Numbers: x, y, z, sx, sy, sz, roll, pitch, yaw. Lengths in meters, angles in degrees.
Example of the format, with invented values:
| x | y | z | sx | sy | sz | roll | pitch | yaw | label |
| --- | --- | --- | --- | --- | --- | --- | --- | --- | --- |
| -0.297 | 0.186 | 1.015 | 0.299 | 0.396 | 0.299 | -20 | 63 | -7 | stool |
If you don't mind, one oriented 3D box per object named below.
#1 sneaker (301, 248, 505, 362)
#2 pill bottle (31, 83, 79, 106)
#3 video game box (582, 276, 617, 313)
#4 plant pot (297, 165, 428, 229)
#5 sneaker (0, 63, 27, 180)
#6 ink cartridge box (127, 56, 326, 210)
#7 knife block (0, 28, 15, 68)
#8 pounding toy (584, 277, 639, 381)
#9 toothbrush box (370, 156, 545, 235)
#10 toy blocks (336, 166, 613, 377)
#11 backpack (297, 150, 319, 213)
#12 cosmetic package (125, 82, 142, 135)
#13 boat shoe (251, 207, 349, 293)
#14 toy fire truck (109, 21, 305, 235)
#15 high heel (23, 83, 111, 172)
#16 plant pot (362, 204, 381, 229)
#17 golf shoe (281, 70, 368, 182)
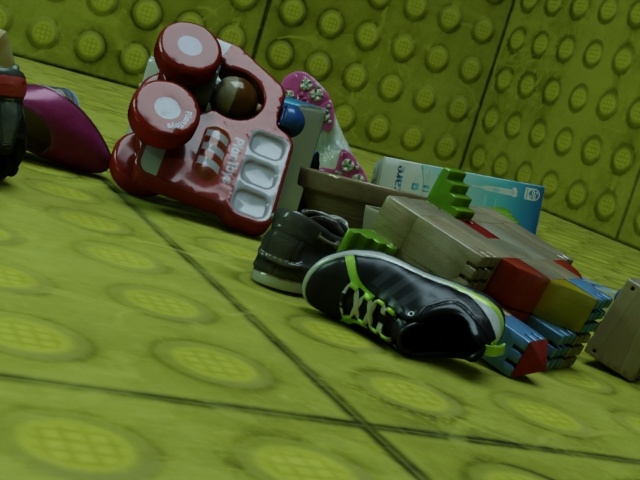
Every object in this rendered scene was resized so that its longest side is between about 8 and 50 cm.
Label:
| x | y | z | sx | sy | sz | roll | pitch | yaw | label |
| --- | --- | --- | --- | --- | --- | --- | --- | --- | --- |
| 0.084 | 0.072 | 1.149 | 0.234 | 0.084 | 0.097 | 12 | 23 | 16 | sneaker |
| -0.522 | -0.255 | 2.044 | 0.078 | 0.078 | 0.137 | 20 | 9 | 17 | pill bottle |
| 0.374 | 0.064 | 1.872 | 0.187 | 0.048 | 0.205 | 8 | 12 | -32 | video game box |
| 0.070 | -0.037 | 1.684 | 0.237 | 0.110 | 0.237 | 15 | 3 | -1 | plant pot |
| -0.445 | -0.136 | 1.409 | 0.097 | 0.135 | 0.276 | -1 | -7 | -27 | sneaker |
| -0.161 | -0.172 | 1.823 | 0.270 | 0.198 | 0.197 | 19 | 9 | 12 | ink cartridge box |
| -0.650 | -0.267 | 1.932 | 0.088 | 0.242 | 0.276 | 20 | -36 | 15 | knife block |
| 0.405 | 0.114 | 1.419 | 0.100 | 0.130 | 0.141 | 35 | 16 | 26 | pounding toy |
| 0.239 | -0.066 | 1.995 | 0.295 | 0.126 | 0.216 | 11 | 1 | -2 | toothbrush box |
| 0.228 | 0.057 | 1.334 | 0.261 | 0.191 | 0.381 | 36 | 18 | 29 | toy blocks |
| -0.050 | -0.115 | 1.954 | 0.084 | 0.114 | 0.105 | 18 | 10 | 3 | backpack |
| -0.236 | -0.224 | 2.231 | 0.296 | 0.129 | 0.153 | 16 | 10 | -3 | cosmetic package |
| 0.000 | 0.000 | 1.397 | 0.112 | 0.096 | 0.335 | 19 | 9 | 11 | boat shoe |
| -0.157 | -0.168 | 1.613 | 0.253 | 0.302 | 0.169 | 22 | -36 | -11 | toy fire truck |
| -0.492 | -0.166 | 1.580 | 0.377 | 0.127 | 0.181 | 31 | 49 | -16 | high heel |
| 0.119 | 0.017 | 1.518 | 0.109 | 0.096 | 0.109 | 9 | 13 | -43 | plant pot |
| 0.000 | -0.201 | 2.243 | 0.115 | 0.306 | 0.140 | -23 | -6 | 1 | golf shoe |
